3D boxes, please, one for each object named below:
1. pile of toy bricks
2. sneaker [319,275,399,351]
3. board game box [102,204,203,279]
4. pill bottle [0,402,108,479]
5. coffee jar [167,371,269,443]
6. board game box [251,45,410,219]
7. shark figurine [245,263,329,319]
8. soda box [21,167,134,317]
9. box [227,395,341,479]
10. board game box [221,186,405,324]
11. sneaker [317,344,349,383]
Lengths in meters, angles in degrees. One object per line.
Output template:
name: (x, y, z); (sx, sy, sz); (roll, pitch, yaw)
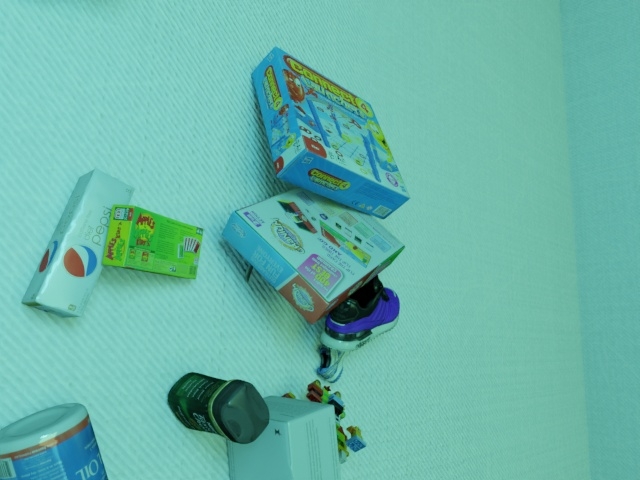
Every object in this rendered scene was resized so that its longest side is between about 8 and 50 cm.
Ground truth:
pile of toy bricks: (0.014, 0.355, 1.064); (0.212, 0.118, 0.105); (45, 22, -18)
sneaker: (0.111, 0.129, 1.118); (0.293, 0.102, 0.146); (-22, 126, -58)
board game box: (-0.264, 0.007, 0.823); (0.181, 0.043, 0.092); (26, 69, -67)
pill bottle: (-0.351, 0.348, 0.685); (0.124, 0.124, 0.221); (-19, 98, -44)
coffee jar: (-0.168, 0.272, 0.830); (0.079, 0.184, 0.096); (-44, 113, -39)
board game box: (0.022, -0.222, 1.077); (0.308, 0.086, 0.302); (17, 46, -41)
shark figurine: (-0.022, 0.052, 1.060); (0.278, 0.116, 0.166); (36, 59, -36)
soda box: (-0.362, 0.004, 0.764); (0.069, 0.074, 0.216); (31, 63, -37)
box: (-0.068, 0.389, 0.910); (0.119, 0.182, 0.181); (-1, 85, -46)
board game box: (0.000, 0.000, 1.001); (0.242, 0.064, 0.316); (44, 36, 14)
sneaker: (0.031, 0.243, 1.121); (0.058, 0.052, 0.135); (34, 60, -30)
